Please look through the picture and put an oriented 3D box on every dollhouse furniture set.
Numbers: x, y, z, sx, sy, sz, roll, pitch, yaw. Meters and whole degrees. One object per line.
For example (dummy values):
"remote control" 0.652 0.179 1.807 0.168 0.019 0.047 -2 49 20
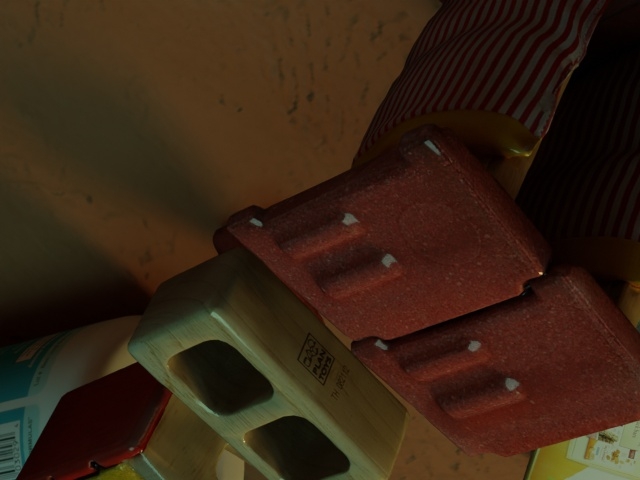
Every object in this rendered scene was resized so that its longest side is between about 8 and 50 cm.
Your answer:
"dollhouse furniture set" 0.000 0.000 0.834 0.374 0.201 0.152 -24 119 43

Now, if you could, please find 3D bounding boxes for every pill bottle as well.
"pill bottle" -0.186 0.136 1.072 0.264 0.146 0.146 -14 124 33

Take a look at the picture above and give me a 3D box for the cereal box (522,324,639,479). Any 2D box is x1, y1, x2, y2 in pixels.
"cereal box" 0.234 0.119 0.947 0.240 0.047 0.173 17 135 6

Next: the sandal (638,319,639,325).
"sandal" 0.279 0.071 0.822 0.303 0.086 0.120 22 94 3
